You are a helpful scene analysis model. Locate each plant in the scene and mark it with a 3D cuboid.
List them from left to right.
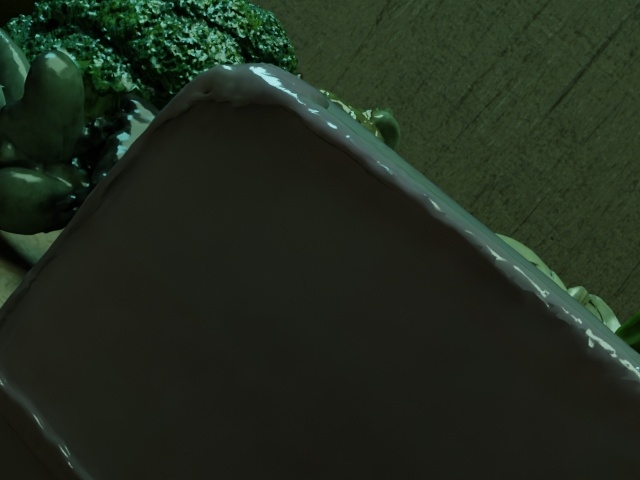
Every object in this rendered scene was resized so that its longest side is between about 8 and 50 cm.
[{"bbox_3d":[-0.183,-0.049,1.384,0.274,0.149,0.146,32,34,-1],"label":"plant"}]

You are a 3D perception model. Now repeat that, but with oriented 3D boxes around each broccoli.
[{"bbox_3d":[-0.154,-0.136,1.681,0.269,0.242,0.261,16,22,8],"label":"broccoli"}]

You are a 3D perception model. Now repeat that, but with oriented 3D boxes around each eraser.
[{"bbox_3d":[0.013,0.116,0.862,0.359,0.272,0.122,44,9,27],"label":"eraser"}]

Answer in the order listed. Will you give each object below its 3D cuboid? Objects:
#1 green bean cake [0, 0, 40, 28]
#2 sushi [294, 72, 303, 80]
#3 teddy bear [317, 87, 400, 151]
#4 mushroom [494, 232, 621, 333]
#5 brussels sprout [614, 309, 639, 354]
[{"bbox_3d":[-0.303,-0.268,1.839,0.233,0.124,0.236,4,-9,26],"label":"green bean cake"},{"bbox_3d":[-0.089,-0.100,2.026,0.182,0.196,0.343,56,3,-32],"label":"sushi"},{"bbox_3d":[0.000,0.000,1.573,0.267,0.256,0.156,-1,-3,-35],"label":"teddy bear"},{"bbox_3d":[0.163,0.103,1.716,0.246,0.202,0.246,31,44,-35],"label":"mushroom"},{"bbox_3d":[0.395,0.253,1.569,0.361,0.342,0.425,47,19,-44],"label":"brussels sprout"}]
